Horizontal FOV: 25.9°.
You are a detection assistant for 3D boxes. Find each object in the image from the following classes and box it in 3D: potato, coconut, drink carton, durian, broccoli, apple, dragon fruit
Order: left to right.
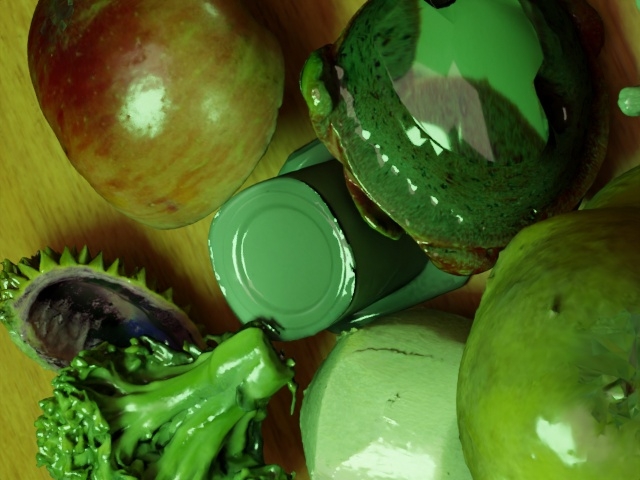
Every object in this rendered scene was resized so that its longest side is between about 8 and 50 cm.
[{"bbox_3d":[-0.235,0.097,1.433,0.186,0.154,0.260,6,141,48],"label":"durian"},{"bbox_3d":[-0.179,-0.169,1.278,0.251,0.163,0.293,-44,50,29],"label":"apple"},{"bbox_3d":[-0.142,0.195,1.236,0.242,0.180,0.273,47,135,-2],"label":"broccoli"},{"bbox_3d":[0.000,0.000,1.280,0.185,0.189,0.191,-23,89,33],"label":"drink carton"},{"bbox_3d":[0.085,0.171,1.251,0.230,0.227,0.227,10,105,19],"label":"coconut"},{"bbox_3d":[0.121,-0.121,1.181,0.268,0.130,0.295,-13,82,-2],"label":"dragon fruit"},{"bbox_3d":[0.266,0.067,1.003,0.397,0.296,0.290,-41,74,-8],"label":"potato"}]

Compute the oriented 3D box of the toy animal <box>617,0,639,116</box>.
[{"bbox_3d":[0.284,-0.235,1.151,0.170,0.090,0.255,22,112,15],"label":"toy animal"}]
